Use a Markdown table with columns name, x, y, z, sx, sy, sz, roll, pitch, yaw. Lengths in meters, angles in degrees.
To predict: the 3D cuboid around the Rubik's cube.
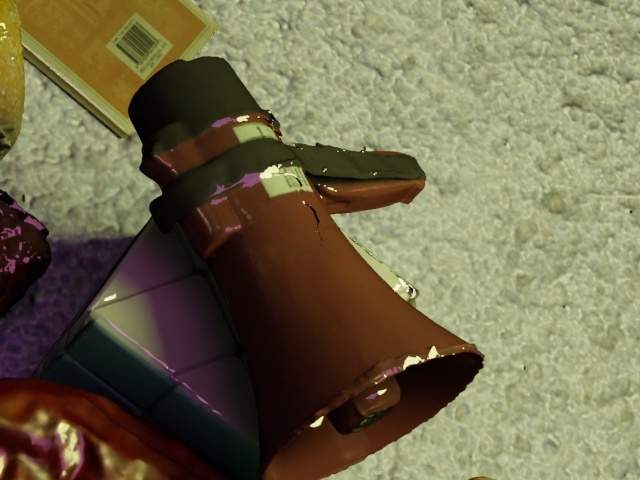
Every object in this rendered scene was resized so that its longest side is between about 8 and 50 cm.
| name | x | y | z | sx | sy | sz | roll | pitch | yaw |
| --- | --- | --- | --- | --- | --- | --- | --- | --- | --- |
| Rubik's cube | -0.092 | 0.092 | 1.703 | 0.231 | 0.224 | 0.221 | 38 | 57 | -7 |

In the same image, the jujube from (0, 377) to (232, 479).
| name | x | y | z | sx | sy | sz | roll | pitch | yaw |
| --- | --- | --- | --- | --- | --- | --- | --- | --- | --- |
| jujube | -0.180 | 0.280 | 1.570 | 0.377 | 0.276 | 0.276 | 35 | 58 | -1 |

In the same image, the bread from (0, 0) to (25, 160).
| name | x | y | z | sx | sy | sz | roll | pitch | yaw |
| --- | --- | --- | --- | --- | --- | --- | --- | --- | --- |
| bread | -0.353 | -0.167 | 1.706 | 0.195 | 0.176 | 0.246 | -2 | 72 | -24 |

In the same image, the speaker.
| name | x | y | z | sx | sy | sz | roll | pitch | yaw |
| --- | --- | --- | --- | --- | --- | --- | --- | --- | --- |
| speaker | 0.008 | -0.001 | 1.558 | 0.259 | 0.198 | 0.329 | -16 | 68 | -18 |

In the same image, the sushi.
| name | x | y | z | sx | sy | sz | roll | pitch | yaw |
| --- | --- | --- | --- | --- | --- | --- | --- | --- | --- |
| sushi | -0.336 | 0.026 | 1.673 | 0.212 | 0.115 | 0.147 | -28 | 85 | -32 |

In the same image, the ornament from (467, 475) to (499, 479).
| name | x | y | z | sx | sy | sz | roll | pitch | yaw |
| --- | --- | --- | --- | --- | --- | --- | --- | --- | --- |
| ornament | 0.244 | 0.318 | 1.793 | 0.217 | 0.221 | 0.235 | -3 | 80 | -32 |

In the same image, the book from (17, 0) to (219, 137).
| name | x | y | z | sx | sy | sz | roll | pitch | yaw |
| --- | --- | --- | --- | --- | --- | --- | --- | --- | --- |
| book | -0.231 | -0.229 | 1.887 | 0.241 | 0.018 | 0.170 | 41 | 57 | -7 |
